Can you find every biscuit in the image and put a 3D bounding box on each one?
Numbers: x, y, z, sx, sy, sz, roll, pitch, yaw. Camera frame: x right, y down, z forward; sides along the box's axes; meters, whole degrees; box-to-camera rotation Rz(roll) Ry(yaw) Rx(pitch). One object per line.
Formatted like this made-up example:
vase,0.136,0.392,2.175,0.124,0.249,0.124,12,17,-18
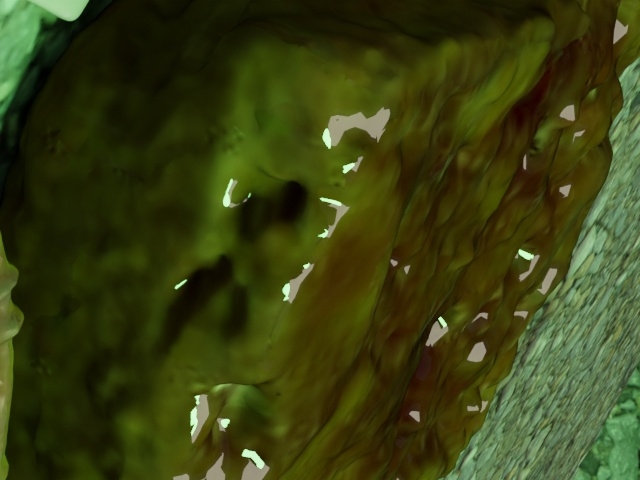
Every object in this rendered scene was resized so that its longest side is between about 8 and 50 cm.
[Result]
biscuit,0.000,0.000,0.891,0.395,0.166,0.343,-24,143,-57

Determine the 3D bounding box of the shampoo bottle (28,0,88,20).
shampoo bottle,-0.039,-0.219,0.562,0.303,0.092,0.092,-59,162,4

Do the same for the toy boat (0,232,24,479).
toy boat,-0.183,0.084,0.680,0.141,0.099,0.318,-1,124,-36
